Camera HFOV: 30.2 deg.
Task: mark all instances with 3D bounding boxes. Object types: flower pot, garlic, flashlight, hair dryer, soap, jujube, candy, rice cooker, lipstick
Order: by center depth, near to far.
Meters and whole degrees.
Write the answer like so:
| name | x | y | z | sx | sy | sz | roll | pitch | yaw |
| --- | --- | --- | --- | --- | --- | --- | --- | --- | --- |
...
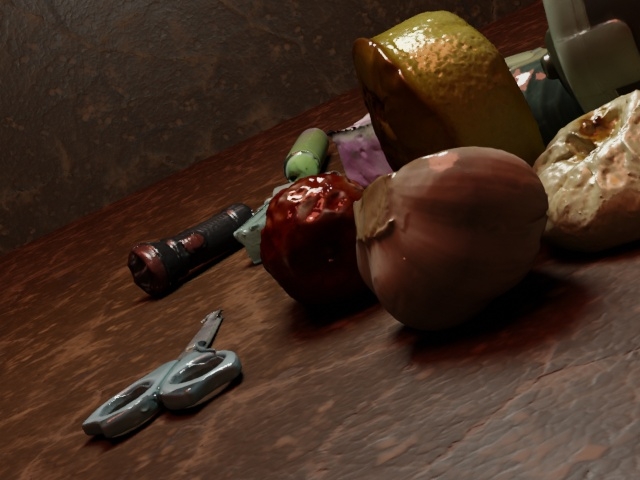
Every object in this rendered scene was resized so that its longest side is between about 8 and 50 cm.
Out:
| name | x | y | z | sx | sy | sz | roll | pitch | yaw |
| --- | --- | --- | --- | --- | --- | --- | --- | --- | --- |
| garlic | 0.125 | 0.012 | 1.122 | 0.178 | 0.143 | 0.229 | 9 | -34 | -13 |
| rice cooker | 0.418 | -0.277 | 1.339 | 0.325 | 0.335 | 0.335 | -17 | 14 | 35 |
| jujube | 0.000 | 0.000 | 1.404 | 0.155 | 0.155 | 0.230 | -26 | 3 | -8 |
| flower pot | 0.264 | -0.160 | 1.547 | 0.189 | 0.157 | 0.243 | -31 | 15 | -35 |
| soap | -0.047 | -0.035 | 1.862 | 0.114 | 0.063 | 0.198 | -21 | 12 | 25 |
| candy | 0.151 | -0.175 | 1.946 | 0.155 | 0.116 | 0.265 | -31 | 13 | -32 |
| flashlight | -0.202 | 0.008 | 1.949 | 0.232 | 0.093 | 0.093 | -29 | 12 | -33 |
| hair dryer | -0.071 | -0.071 | 2.067 | 0.183 | 0.044 | 0.155 | -23 | 5 | -41 |
| lipstick | -0.026 | -0.172 | 2.412 | 0.076 | 0.076 | 0.304 | -23 | 11 | 9 |

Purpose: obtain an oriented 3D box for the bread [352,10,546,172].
| name | x | y | z | sx | sy | sz | roll | pitch | yaw |
| --- | --- | --- | --- | --- | --- | --- | --- | --- | --- |
| bread | 0.140 | -0.128 | 1.338 | 0.148 | 0.270 | 0.270 | -30 | 12 | -6 |

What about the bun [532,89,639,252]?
| name | x | y | z | sx | sy | sz | roll | pitch | yaw |
| --- | --- | --- | --- | --- | --- | --- | --- | --- | --- |
| bun | 0.301 | -0.080 | 1.181 | 0.222 | 0.127 | 0.222 | -21 | 13 | 5 |

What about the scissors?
| name | x | y | z | sx | sy | sz | roll | pitch | yaw |
| --- | --- | --- | --- | --- | --- | --- | --- | --- | --- |
| scissors | -0.159 | 0.137 | 1.406 | 0.191 | 0.029 | 0.360 | -24 | 12 | 12 |
